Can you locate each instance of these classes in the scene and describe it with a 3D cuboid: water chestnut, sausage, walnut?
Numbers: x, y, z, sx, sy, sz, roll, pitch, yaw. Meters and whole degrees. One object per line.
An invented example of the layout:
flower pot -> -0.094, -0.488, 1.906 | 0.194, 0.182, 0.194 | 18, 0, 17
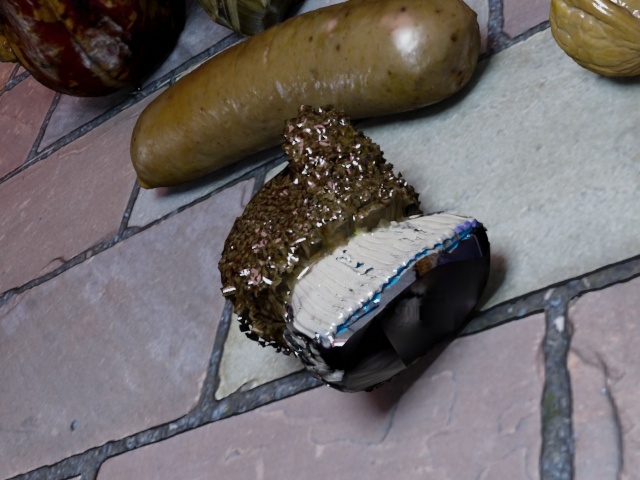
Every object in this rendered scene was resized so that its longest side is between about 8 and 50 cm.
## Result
water chestnut -> -0.380, -0.357, 1.586 | 0.347, 0.335, 0.335 | -19, 39, 14
sausage -> -0.041, -0.161, 1.170 | 0.501, 0.123, 0.136 | -13, 74, 42
walnut -> 0.241, -0.184, 0.885 | 0.105, 0.105, 0.124 | -40, 47, 11

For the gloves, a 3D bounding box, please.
gloves -> 0.006, 0.001, 0.919 | 0.210, 0.135, 0.312 | -56, 31, -7

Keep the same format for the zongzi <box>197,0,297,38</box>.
zongzi -> -0.123, -0.428, 1.445 | 0.288, 0.134, 0.286 | 25, 62, 14
